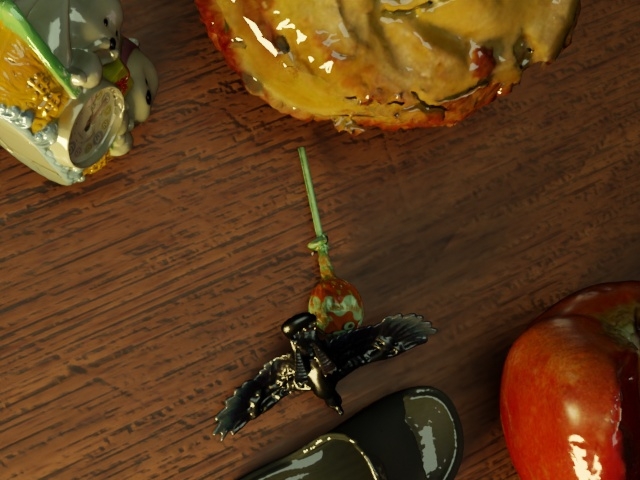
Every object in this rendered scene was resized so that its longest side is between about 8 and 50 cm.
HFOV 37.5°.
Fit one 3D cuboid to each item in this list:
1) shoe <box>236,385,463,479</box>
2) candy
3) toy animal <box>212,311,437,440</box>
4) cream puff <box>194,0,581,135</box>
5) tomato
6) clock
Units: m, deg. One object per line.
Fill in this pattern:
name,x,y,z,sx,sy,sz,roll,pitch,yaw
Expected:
shoe,0.027,0.213,0.815,0.241,0.093,0.108,-23,86,-13
candy,0.000,0.000,0.866,0.056,0.049,0.184,-19,77,30
toy animal,-0.002,0.112,0.824,0.220,0.108,0.062,-27,57,0
cream puff,0.049,-0.259,0.815,0.350,0.228,0.350,-5,107,-16
tomato,0.227,0.147,0.831,0.233,0.140,0.200,-41,126,-51
clock,-0.198,-0.129,0.745,0.103,0.231,0.144,29,76,12
